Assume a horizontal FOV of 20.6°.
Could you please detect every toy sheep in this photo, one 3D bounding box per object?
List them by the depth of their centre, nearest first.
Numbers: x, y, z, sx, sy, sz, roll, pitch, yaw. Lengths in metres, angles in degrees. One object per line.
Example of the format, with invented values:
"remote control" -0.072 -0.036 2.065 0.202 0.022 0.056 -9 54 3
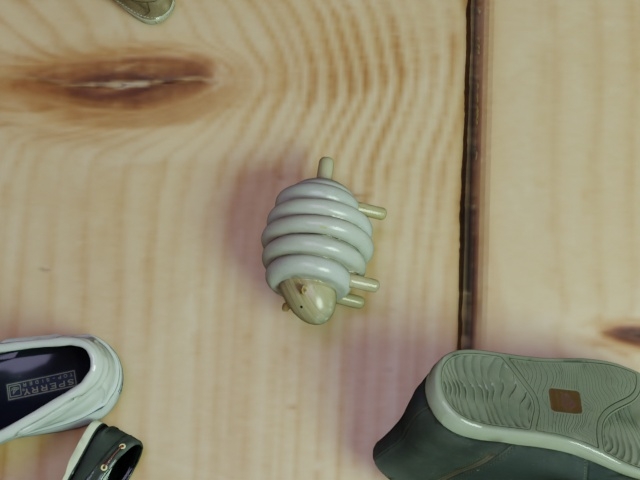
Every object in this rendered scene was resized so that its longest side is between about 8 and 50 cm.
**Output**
"toy sheep" 0.000 0.000 1.286 0.091 0.091 0.132 2 61 6

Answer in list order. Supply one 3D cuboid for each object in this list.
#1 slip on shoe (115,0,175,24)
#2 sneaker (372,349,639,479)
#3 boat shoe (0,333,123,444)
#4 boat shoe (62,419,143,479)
"slip on shoe" -0.172 -0.221 1.383 0.135 0.041 0.051 42 83 14
"sneaker" 0.153 0.140 1.242 0.222 0.118 0.083 15 55 -18
"boat shoe" -0.275 0.118 1.280 0.258 0.084 0.095 -21 74 0
"boat shoe" -0.171 0.196 1.267 0.042 0.049 0.133 20 73 19
